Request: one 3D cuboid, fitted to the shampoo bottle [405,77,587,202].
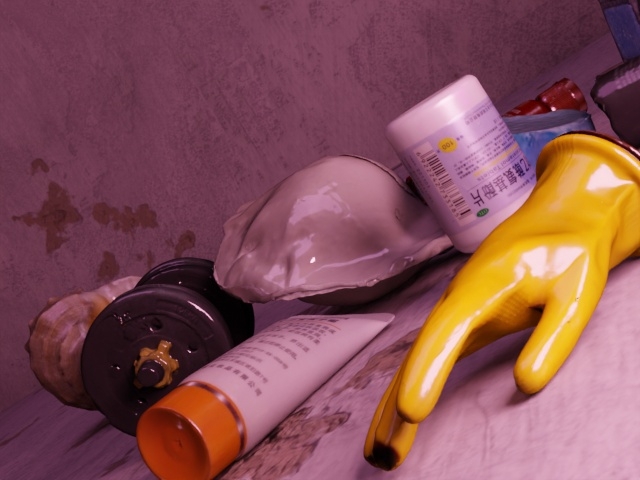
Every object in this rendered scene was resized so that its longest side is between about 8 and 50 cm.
[{"bbox_3d":[0.286,-0.152,1.838,0.314,0.076,0.118,-33,4,-6],"label":"shampoo bottle"}]

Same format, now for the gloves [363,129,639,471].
[{"bbox_3d":[0.127,0.055,0.807,0.294,0.116,0.133,-45,-18,-26],"label":"gloves"}]

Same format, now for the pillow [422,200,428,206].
[{"bbox_3d":[0.199,-0.066,1.562,0.211,0.034,0.135,-36,-28,-31],"label":"pillow"}]

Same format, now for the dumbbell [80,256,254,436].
[{"bbox_3d":[-0.184,0.128,1.437,0.185,0.185,0.388,-32,4,6],"label":"dumbbell"}]

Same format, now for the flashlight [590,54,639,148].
[{"bbox_3d":[0.493,-0.232,1.205,0.424,0.103,0.103,-29,6,29],"label":"flashlight"}]

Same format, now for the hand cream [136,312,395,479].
[{"bbox_3d":[-0.058,0.131,1.127,0.139,0.089,0.314,-3,20,36],"label":"hand cream"}]

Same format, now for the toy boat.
[{"bbox_3d":[0.220,-0.083,1.355,0.215,0.123,0.330,-1,12,15],"label":"toy boat"}]

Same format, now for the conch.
[{"bbox_3d":[-0.334,0.186,1.887,0.263,0.186,0.324,-39,51,-13],"label":"conch"}]

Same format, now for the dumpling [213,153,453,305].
[{"bbox_3d":[-0.003,-0.001,1.409,0.260,0.341,0.181,-30,-39,-33],"label":"dumpling"}]

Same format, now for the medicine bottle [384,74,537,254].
[{"bbox_3d":[0.149,-0.055,1.077,0.102,0.187,0.103,-32,4,3],"label":"medicine bottle"}]

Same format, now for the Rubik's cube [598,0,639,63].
[{"bbox_3d":[0.517,-0.423,1.430,0.303,0.305,0.301,-26,11,-11],"label":"Rubik's cube"}]
